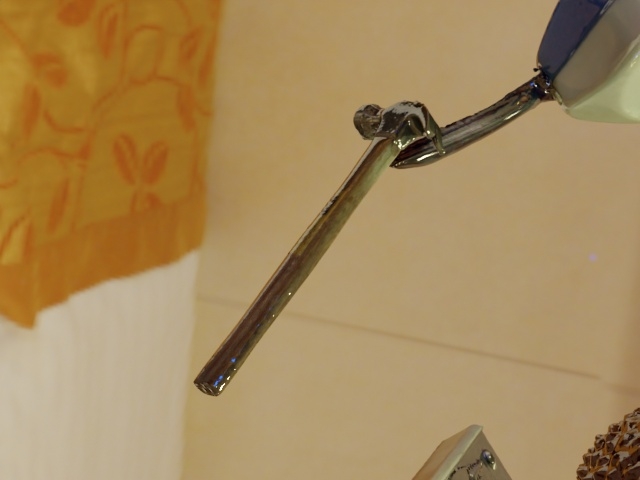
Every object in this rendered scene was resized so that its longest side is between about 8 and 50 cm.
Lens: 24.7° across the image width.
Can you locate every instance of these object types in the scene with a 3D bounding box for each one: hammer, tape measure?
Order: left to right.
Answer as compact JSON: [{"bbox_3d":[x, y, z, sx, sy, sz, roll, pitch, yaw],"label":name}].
[{"bbox_3d":[0.000,0.000,0.673,0.017,0.062,0.182,52,58,-29],"label":"hammer"},{"bbox_3d":[0.212,-0.154,1.017,0.351,0.098,0.215,-15,155,-31],"label":"tape measure"}]

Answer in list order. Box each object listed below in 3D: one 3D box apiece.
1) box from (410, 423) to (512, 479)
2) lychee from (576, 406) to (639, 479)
[{"bbox_3d":[0.160,0.286,1.142,0.270,0.045,0.211,59,20,3],"label":"box"},{"bbox_3d":[0.238,0.179,0.879,0.194,0.194,0.194,11,90,-70],"label":"lychee"}]
